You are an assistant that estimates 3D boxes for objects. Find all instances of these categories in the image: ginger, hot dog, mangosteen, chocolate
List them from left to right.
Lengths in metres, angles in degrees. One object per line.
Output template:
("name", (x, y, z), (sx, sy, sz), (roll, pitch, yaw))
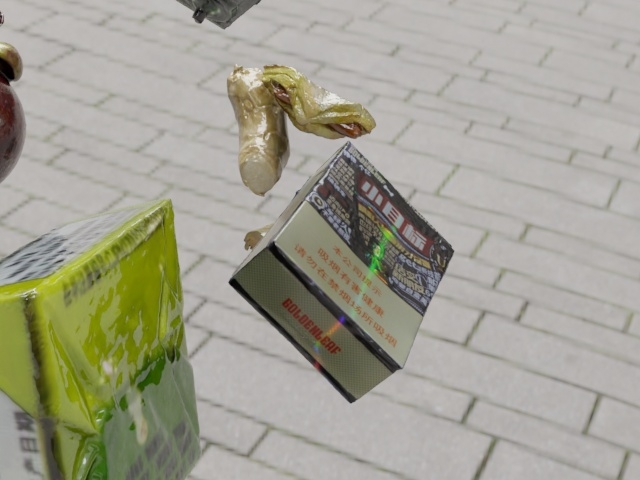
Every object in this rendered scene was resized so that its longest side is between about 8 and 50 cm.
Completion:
("mangosteen", (-0.463, -0.178, 1.517), (0.215, 0.258, 0.215), (21, 5, -2))
("chocolate", (-0.229, 0.135, 1.138), (0.137, 0.289, 0.301), (0, 17, 15))
("ginger", (-0.083, -0.150, 1.653), (0.095, 0.069, 0.190), (0, 73, -42))
("hot dog", (-0.010, -0.172, 1.598), (0.168, 0.078, 0.061), (27, 69, 0))

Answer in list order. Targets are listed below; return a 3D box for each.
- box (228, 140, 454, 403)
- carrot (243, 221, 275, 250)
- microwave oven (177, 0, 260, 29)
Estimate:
("box", (0.035, 0.028, 1.416), (0.198, 0.084, 0.310), (45, 29, -6))
("carrot", (0.000, 0.000, 1.895), (0.114, 0.114, 0.301), (30, 31, 31))
("microwave oven", (-0.114, -0.390, 1.101), (0.333, 0.247, 0.394), (31, -16, -15))
